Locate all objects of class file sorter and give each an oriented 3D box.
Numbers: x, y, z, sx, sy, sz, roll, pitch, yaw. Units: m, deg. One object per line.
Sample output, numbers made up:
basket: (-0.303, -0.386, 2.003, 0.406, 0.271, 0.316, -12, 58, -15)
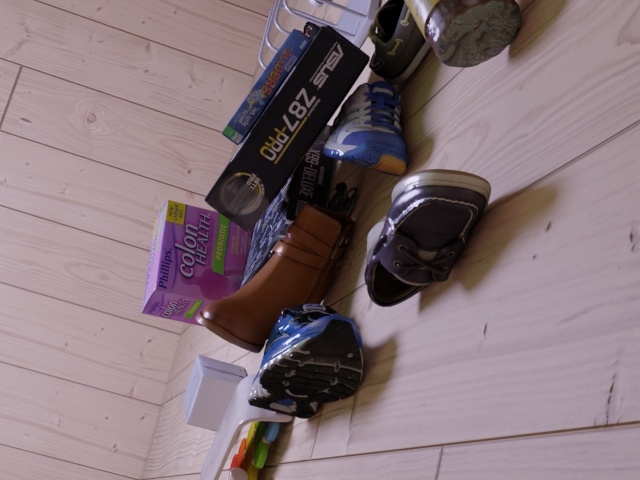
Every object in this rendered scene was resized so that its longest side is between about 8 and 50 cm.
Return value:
file sorter: (-0.001, -0.463, 2.109, 0.278, 0.173, 0.193, 127, 158, -59)

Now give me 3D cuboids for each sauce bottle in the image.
sauce bottle: (0.124, -0.358, 1.243, 0.111, 0.111, 0.344, -60, 41, 45)

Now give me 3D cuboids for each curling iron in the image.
curling iron: (0.000, 0.000, 1.768, 0.068, 0.035, 0.274, -78, 13, -45)

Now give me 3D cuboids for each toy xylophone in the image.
toy xylophone: (-0.135, 0.378, 1.721, 0.236, 0.081, 0.323, -88, 19, -52)

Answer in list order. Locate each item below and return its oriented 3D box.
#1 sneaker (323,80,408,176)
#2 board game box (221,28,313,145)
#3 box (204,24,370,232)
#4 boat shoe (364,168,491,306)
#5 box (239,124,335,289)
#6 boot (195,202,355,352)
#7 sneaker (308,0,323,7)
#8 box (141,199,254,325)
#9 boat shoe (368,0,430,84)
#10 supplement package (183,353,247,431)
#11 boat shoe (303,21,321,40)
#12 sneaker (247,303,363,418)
sneaker: (0.068, -0.172, 1.522, 0.296, 0.111, 0.131, -132, 61, -76)
board game box: (-0.083, -0.250, 1.695, 0.201, 0.035, 0.136, -54, 3, 11)
box: (-0.050, -0.182, 1.700, 0.318, 0.097, 0.395, -53, 4, 4)
boat shoe: (0.108, 0.005, 1.127, 0.285, 0.102, 0.092, 128, 151, -69)
box: (-0.063, -0.051, 2.026, 0.307, 0.076, 0.243, 125, 160, -53)
boot: (-0.056, 0.051, 1.566, 0.283, 0.109, 0.220, 6, -63, -58)
sneaker: (0.025, -0.657, 2.582, 0.076, 0.065, 0.167, 11, 86, 62)
box: (-0.226, 0.058, 2.151, 0.117, 0.242, 0.214, 128, 151, -54)
boat shoe: (0.124, -0.316, 1.518, 0.305, 0.091, 0.109, 143, 143, -70)
supplement package: (-0.209, 0.309, 2.101, 0.179, 0.105, 0.105, -143, 71, -77)
boat shoe: (-0.019, -0.509, 2.579, 0.133, 0.042, 0.049, -105, 36, -66)
sneaker: (-0.023, 0.145, 1.438, 0.330, 0.129, 0.147, 135, 148, -66)
